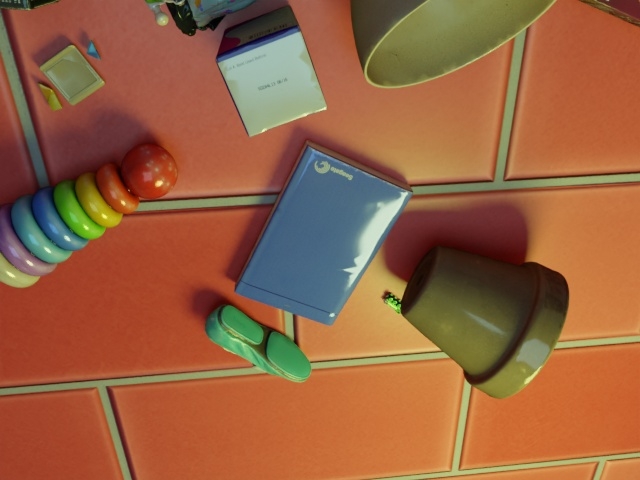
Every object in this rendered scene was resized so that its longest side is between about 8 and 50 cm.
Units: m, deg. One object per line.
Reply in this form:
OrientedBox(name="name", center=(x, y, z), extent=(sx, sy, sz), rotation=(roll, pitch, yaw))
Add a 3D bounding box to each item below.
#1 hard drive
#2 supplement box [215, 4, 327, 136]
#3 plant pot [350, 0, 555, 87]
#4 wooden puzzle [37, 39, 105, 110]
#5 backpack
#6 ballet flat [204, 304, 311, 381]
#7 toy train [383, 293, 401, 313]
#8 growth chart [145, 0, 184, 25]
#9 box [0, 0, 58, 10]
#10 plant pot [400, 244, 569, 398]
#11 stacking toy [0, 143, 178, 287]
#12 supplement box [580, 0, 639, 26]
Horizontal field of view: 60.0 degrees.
OrientedBox(name="hard drive", center=(0.000, 0.000, 1.022), extent=(0.210, 0.040, 0.319), rotation=(21, 115, -17))
OrientedBox(name="supplement box", center=(-0.069, -0.245, 0.775), extent=(0.111, 0.220, 0.114), rotation=(-19, 121, 5))
OrientedBox(name="plant pot", center=(0.155, -0.361, 0.736), extent=(0.284, 0.284, 0.191), rotation=(-22, 83, 6))
OrientedBox(name="wooden puzzle", center=(-0.382, -0.254, 0.853), extent=(0.116, 0.014, 0.078), rotation=(-24, 123, 7))
OrientedBox(name="backpack", center=(-0.132, -0.375, 0.756), extent=(0.182, 0.115, 0.152), rotation=(-20, 116, 1))
OrientedBox(name="ballet flat", center=(-0.129, 0.213, 1.115), extent=(0.247, 0.083, 0.087), rotation=(39, 133, -24))
OrientedBox(name="toy train", center=(0.160, 0.137, 1.132), extent=(0.083, 0.017, 0.023), rotation=(37, 120, -23))
OrientedBox(name="growth chart", center=(-0.155, -0.401, 0.685), extent=(0.237, 0.021, 0.172), rotation=(-38, 83, 3))
OrientedBox(name="box", center=(-0.431, -0.355, 0.707), extent=(0.158, 0.156, 0.093), rotation=(1, 118, -7))
OrientedBox(name="plant pot", center=(0.282, 0.124, 1.026), extent=(0.229, 0.263, 0.263), rotation=(28, 113, -2))
OrientedBox(name="stacking toy", center=(-0.385, -0.057, 0.909), extent=(0.330, 0.141, 0.141), rotation=(-29, 119, 1))
OrientedBox(name="supplement box", center=(0.465, -0.394, 0.833), extent=(0.188, 0.081, 0.104), rotation=(15, 116, -14))
